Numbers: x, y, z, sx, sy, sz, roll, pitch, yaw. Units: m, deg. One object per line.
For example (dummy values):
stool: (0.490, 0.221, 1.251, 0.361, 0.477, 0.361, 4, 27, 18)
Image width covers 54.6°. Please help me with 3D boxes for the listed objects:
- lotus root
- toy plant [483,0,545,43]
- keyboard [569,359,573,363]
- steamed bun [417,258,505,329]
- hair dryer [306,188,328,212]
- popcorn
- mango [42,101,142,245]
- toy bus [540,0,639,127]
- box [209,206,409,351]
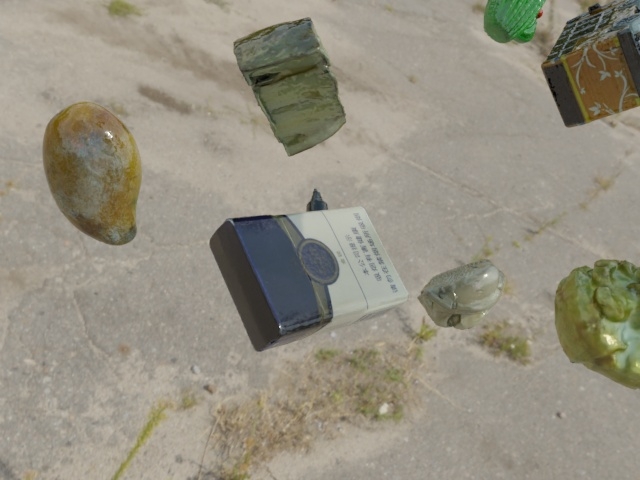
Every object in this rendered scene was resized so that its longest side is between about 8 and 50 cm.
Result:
lotus root: (-0.044, -0.232, 0.906, 0.119, 0.235, 0.138, -24, 71, 3)
toy plant: (0.379, -0.486, 1.153, 0.155, 0.240, 0.088, 4, 17, -38)
keyboard: (0.624, 0.276, 1.524, 0.176, 0.014, 0.055, 19, 47, -57)
steamed bun: (0.346, 0.142, 1.501, 0.144, 0.218, 0.211, 66, 24, 0)
hair dryer: (0.000, 0.000, 1.420, 0.107, 0.189, 0.352, 14, 51, -22)
popcorn: (0.473, 0.132, 0.978, 0.221, 0.183, 0.204, 37, 13, -11)
mango: (-0.472, -0.133, 1.310, 0.193, 0.316, 0.146, -13, 26, -13)
toy bus: (0.573, -0.367, 1.237, 0.161, 0.194, 0.323, 59, 40, -17)
box: (-0.009, 0.042, 0.845, 0.259, 0.071, 0.168, -8, 66, -47)
